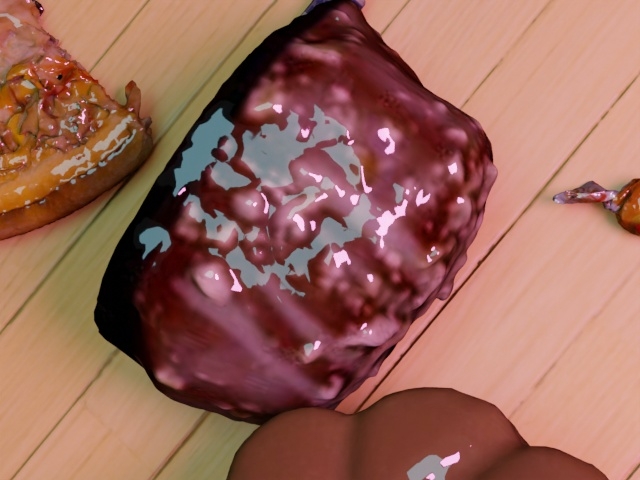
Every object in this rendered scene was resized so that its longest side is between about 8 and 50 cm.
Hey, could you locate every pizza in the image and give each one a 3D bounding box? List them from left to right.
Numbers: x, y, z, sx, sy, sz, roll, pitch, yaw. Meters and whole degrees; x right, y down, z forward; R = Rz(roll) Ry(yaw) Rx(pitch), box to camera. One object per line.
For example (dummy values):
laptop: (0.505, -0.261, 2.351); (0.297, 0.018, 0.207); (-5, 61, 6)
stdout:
pizza: (-0.267, -0.130, 1.217); (0.251, 0.074, 0.288); (4, 82, 13)

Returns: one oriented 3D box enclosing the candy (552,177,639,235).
candy: (0.276, -0.021, 1.058); (0.182, 0.053, 0.046); (16, 83, 20)

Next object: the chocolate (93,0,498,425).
chocolate: (0.000, 0.000, 1.046); (0.210, 0.225, 0.340); (35, 93, 11)

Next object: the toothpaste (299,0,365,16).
toothpaste: (-0.019, -0.162, 1.174); (0.062, 0.037, 0.216); (42, 97, 17)

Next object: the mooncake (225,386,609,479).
mooncake: (0.053, 0.282, 0.917); (0.378, 0.201, 0.378); (-10, 49, 11)
